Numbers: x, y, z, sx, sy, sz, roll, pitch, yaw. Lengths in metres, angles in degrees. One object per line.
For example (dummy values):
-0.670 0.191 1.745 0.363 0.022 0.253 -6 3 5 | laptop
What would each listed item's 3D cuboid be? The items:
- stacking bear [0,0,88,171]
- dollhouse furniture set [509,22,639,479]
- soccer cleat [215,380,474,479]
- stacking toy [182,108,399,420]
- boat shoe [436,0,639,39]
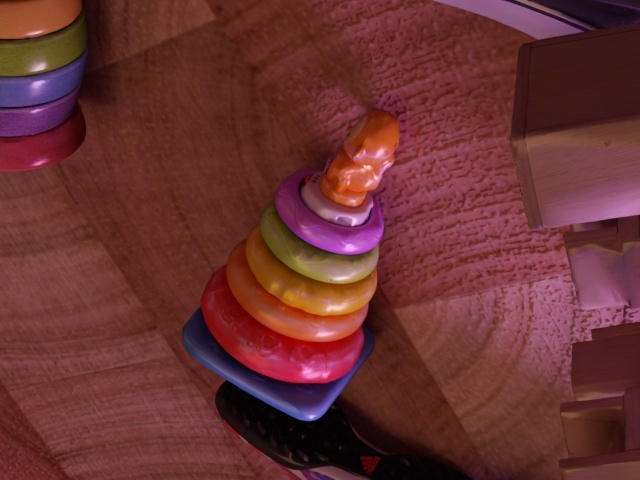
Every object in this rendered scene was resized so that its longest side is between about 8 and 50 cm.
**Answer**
-0.300 -0.226 1.513 0.164 0.175 0.289 22 127 24 | stacking bear
0.298 0.047 1.133 0.256 0.362 0.394 -8 118 14 | dollhouse furniture set
0.023 0.250 1.688 0.318 0.109 0.116 27 132 12 | soccer cleat
0.000 0.000 1.485 0.165 0.175 0.302 31 126 9 | stacking toy
0.151 -0.220 1.199 0.306 0.113 0.105 29 130 11 | boat shoe
